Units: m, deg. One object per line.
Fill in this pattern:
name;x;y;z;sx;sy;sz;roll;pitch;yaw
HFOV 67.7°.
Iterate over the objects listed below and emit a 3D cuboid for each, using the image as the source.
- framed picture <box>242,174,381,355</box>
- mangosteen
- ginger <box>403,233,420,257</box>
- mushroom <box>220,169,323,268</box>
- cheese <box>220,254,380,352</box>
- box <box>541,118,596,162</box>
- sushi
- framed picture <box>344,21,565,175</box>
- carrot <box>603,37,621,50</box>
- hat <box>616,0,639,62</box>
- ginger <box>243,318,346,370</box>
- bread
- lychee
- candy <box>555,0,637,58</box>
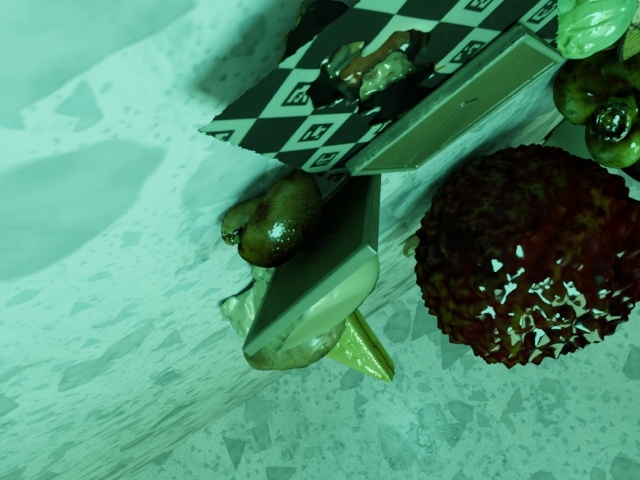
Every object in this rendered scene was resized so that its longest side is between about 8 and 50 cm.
framed picture;0.000;0.000;0.545;0.184;0.016;0.250;-42;-164;25
mangosteen;0.556;-0.220;0.729;0.330;0.330;0.330;-31;164;-10
ginger;0.293;-0.014;1.284;0.173;0.051;0.069;-23;156;-20
mushroom;-0.047;-0.026;0.526;0.127;0.087;0.127;-50;-177;4
cheese;-0.030;0.085;0.780;0.233;0.127;0.266;-21;158;-32
box;0.695;-0.291;1.144;0.224;0.117;0.225;-25;161;-32
sushi;0.064;-0.149;0.400;0.264;0.050;0.290;-31;168;21
framed picture;0.137;-0.130;0.487;0.203;0.015;0.150;-36;166;38
carrot;0.368;-0.292;0.590;0.060;0.060;0.186;-38;164;14
hat;0.430;-0.291;0.545;0.193;0.082;0.193;-40;149;-30
ginger;-0.044;0.201;1.083;0.244;0.155;0.304;-42;172;0
bread;0.068;0.300;1.315;0.163;0.264;0.167;-35;177;12
lychee;0.399;0.017;0.934;0.500;0.424;0.425;-46;176;-44
candy;0.189;-0.220;0.450;0.335;0.093;0.092;-14;113;-31
